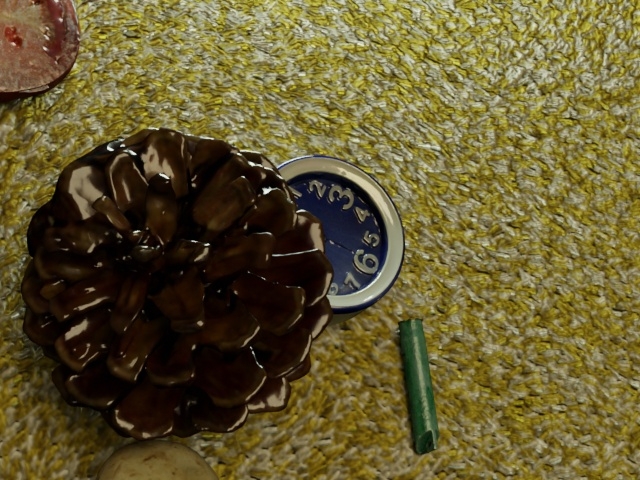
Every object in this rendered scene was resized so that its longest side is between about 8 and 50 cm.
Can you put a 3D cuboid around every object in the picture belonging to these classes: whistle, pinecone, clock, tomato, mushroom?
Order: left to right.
[{"bbox_3d":[-0.432,-0.272,1.979,0.225,0.085,0.225,7,68,-18],"label":"tomato"},{"bbox_3d":[-0.198,0.319,1.818,0.166,0.127,0.166,22,39,-19],"label":"mushroom"},{"bbox_3d":[-0.169,0.051,1.803,0.398,0.398,0.397,9,66,-21],"label":"pinecone"},{"bbox_3d":[0.000,0.000,2.064,0.230,0.083,0.230,8,67,-19],"label":"clock"},{"bbox_3d":[0.137,0.201,2.066,0.039,0.039,0.186,1,69,-24],"label":"whistle"}]
